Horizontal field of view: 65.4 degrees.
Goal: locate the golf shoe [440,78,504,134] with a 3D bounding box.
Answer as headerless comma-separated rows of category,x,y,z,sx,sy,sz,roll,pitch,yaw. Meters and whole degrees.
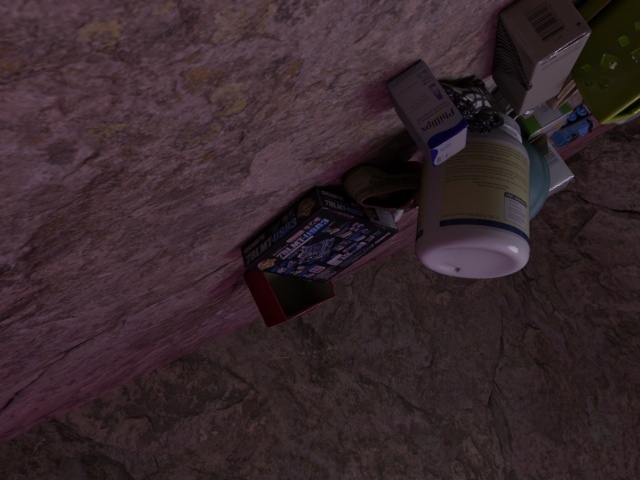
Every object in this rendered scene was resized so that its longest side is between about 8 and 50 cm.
golf shoe,0.280,-0.278,0.983,0.198,0.093,0.077,13,159,-38

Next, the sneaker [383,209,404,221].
sneaker,0.254,-0.125,1.543,0.115,0.090,0.232,-31,170,-11

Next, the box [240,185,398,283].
box,0.000,0.000,1.279,0.294,0.073,0.296,15,138,-43

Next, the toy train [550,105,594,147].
toy train,0.927,-0.420,1.839,0.184,0.105,0.080,-26,169,-15

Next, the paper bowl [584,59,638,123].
paper bowl,1.079,-0.511,1.714,0.285,0.148,0.284,-27,170,-5

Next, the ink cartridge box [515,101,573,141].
ink cartridge box,0.675,-0.379,1.421,0.255,0.097,0.189,-30,169,11

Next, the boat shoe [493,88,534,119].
boat shoe,0.457,-0.327,1.130,0.096,0.088,0.267,-21,166,-32

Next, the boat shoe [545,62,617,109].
boat shoe,0.636,-0.420,1.133,0.109,0.098,0.302,-18,165,-44

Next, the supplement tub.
supplement tub,0.340,-0.100,1.112,0.236,0.324,0.235,8,159,3

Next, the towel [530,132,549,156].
towel,0.613,-0.258,1.398,0.010,0.083,0.060,26,143,-21

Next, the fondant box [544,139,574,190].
fondant box,0.725,-0.267,1.679,0.096,0.238,0.330,-34,168,17

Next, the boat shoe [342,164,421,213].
boat shoe,0.180,-0.108,1.213,0.286,0.089,0.104,3,139,-35

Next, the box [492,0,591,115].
box,0.380,-0.327,0.890,0.094,0.113,0.275,-31,168,12

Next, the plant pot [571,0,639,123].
plant pot,0.590,-0.373,0.935,0.228,0.207,0.227,-17,160,-45

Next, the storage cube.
storage cube,-0.098,0.134,1.523,0.184,0.214,0.193,-24,174,-27

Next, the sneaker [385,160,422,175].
sneaker,0.193,-0.149,1.372,0.221,0.087,0.128,-35,-175,24

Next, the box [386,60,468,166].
box,0.183,-0.210,0.846,0.072,0.137,0.126,-32,169,10

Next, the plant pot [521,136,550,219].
plant pot,0.441,-0.179,1.349,0.293,0.292,0.196,-34,148,25
